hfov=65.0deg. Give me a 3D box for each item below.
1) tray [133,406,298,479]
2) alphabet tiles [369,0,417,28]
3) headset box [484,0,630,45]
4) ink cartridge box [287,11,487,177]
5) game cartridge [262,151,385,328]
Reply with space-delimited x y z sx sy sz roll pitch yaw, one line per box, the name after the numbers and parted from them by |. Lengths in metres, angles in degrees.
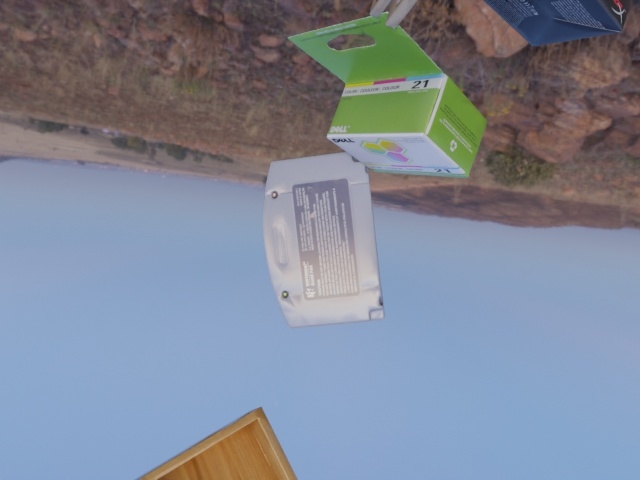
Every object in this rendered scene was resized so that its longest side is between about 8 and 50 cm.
-0.087 0.483 0.729 0.202 0.411 0.076 -23 169 -31 | tray
0.089 -0.226 0.239 0.009 0.198 0.237 20 160 -15 | alphabet tiles
0.247 -0.389 0.505 0.218 0.293 0.110 16 179 -37 | headset box
0.084 -0.187 0.707 0.188 0.097 0.255 12 170 47 | ink cartridge box
0.000 0.000 0.876 0.195 0.295 0.060 -6 180 3 | game cartridge
